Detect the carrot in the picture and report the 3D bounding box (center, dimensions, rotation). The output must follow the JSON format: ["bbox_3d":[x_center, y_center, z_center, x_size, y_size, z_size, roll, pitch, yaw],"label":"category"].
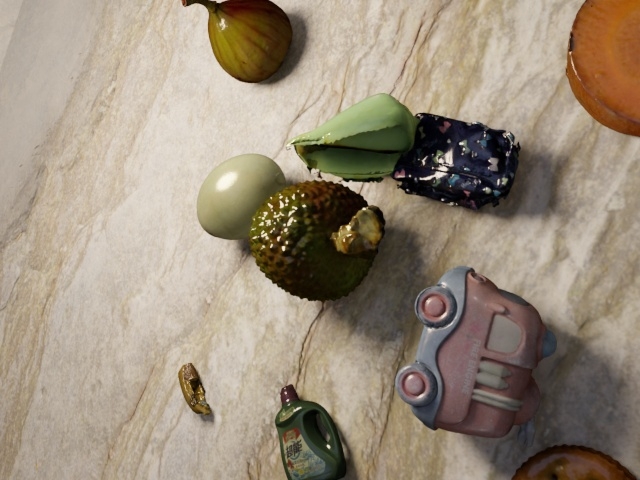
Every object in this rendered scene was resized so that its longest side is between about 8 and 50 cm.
[{"bbox_3d":[0.570,-0.312,0.947,0.258,0.100,0.307,-45,61,21],"label":"carrot"}]

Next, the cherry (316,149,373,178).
[{"bbox_3d":[0.093,-0.197,1.200,0.148,0.188,0.115,21,128,0],"label":"cherry"}]

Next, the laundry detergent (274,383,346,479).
[{"bbox_3d":[-0.030,0.412,1.194,0.144,0.078,0.222,-29,63,23],"label":"laundry detergent"}]

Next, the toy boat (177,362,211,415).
[{"bbox_3d":[-0.319,0.378,1.404,0.049,0.047,0.149,-43,59,18],"label":"toy boat"}]

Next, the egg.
[{"bbox_3d":[-0.193,-0.103,1.345,0.253,0.186,0.186,-35,63,22],"label":"egg"}]

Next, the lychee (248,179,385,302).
[{"bbox_3d":[-0.007,-0.002,1.155,0.320,0.270,0.270,33,98,37],"label":"lychee"}]

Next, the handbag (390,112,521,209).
[{"bbox_3d":[0.263,-0.153,1.105,0.260,0.113,0.162,19,84,36],"label":"handbag"}]

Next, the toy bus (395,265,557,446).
[{"bbox_3d":[0.281,0.203,0.975,0.231,0.197,0.294,14,87,25],"label":"toy bus"}]

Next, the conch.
[{"bbox_3d":[0.078,-0.188,1.104,0.250,0.143,0.137,-33,50,6],"label":"conch"}]

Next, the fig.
[{"bbox_3d":[-0.214,-0.528,1.373,0.217,0.321,0.217,-5,80,28],"label":"fig"}]

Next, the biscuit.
[{"bbox_3d":[0.416,0.444,0.898,0.220,0.066,0.220,-7,76,31],"label":"biscuit"}]
